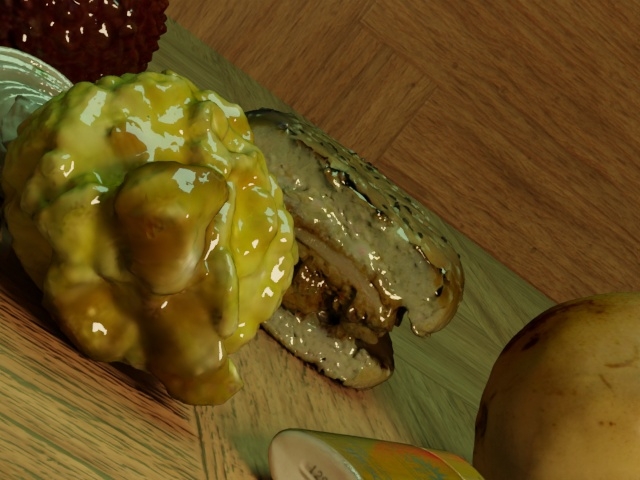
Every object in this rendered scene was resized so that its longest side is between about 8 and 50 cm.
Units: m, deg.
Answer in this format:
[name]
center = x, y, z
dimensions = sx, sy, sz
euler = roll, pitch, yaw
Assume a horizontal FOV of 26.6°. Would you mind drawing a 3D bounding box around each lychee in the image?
[lychee]
center = -0.294, -0.280, 1.482
dimensions = 0.300, 0.264, 0.264
euler = 55, -2, -40

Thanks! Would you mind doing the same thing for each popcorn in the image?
[popcorn]
center = -0.125, 0.002, 1.041
dimensions = 0.237, 0.206, 0.251
euler = 64, 3, -62

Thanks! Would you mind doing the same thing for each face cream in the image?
[face cream]
center = 0.072, 0.220, 1.129
dimensions = 0.139, 0.067, 0.285
euler = 47, 13, 28

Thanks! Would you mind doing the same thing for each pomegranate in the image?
[pomegranate]
center = 0.317, 0.207, 1.365
dimensions = 0.319, 0.319, 0.319
euler = 38, 10, -8

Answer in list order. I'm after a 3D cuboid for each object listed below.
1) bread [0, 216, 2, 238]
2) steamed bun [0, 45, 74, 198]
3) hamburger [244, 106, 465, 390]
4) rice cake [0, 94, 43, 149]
[bread]
center = -0.283, -0.020, 0.981
dimensions = 0.106, 0.053, 0.072
euler = 27, 39, -41
[steamed bun]
center = -0.273, -0.107, 1.240
dimensions = 0.183, 0.106, 0.183
euler = 36, 10, -7
[hamburger]
center = 0.000, 0.000, 1.496
dimensions = 0.318, 0.195, 0.277
euler = 41, 12, -2
[rice cake]
center = -0.186, -0.028, 1.196
dimensions = 0.256, 0.052, 0.057
euler = 50, 5, -39
